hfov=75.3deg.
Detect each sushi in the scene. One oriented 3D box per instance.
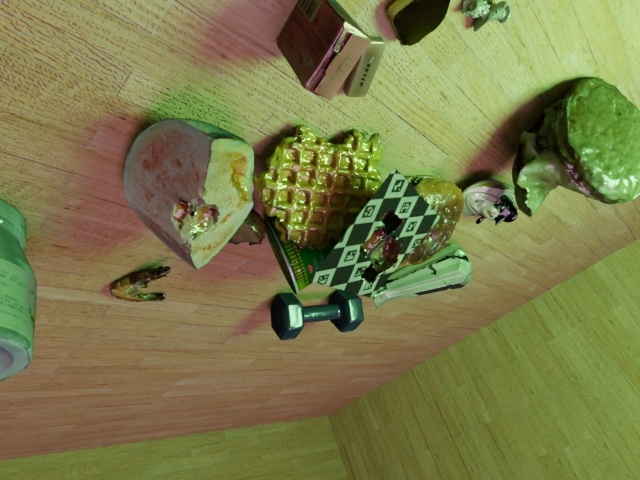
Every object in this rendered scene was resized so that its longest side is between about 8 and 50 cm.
[{"bbox_3d":[0.122,-0.008,0.964,0.294,0.059,0.292,-51,143,11],"label":"sushi"}]

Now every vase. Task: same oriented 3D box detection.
[{"bbox_3d":[0.354,0.136,1.495,0.360,0.165,0.165,-20,148,3],"label":"vase"}]

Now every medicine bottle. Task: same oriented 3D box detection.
[{"bbox_3d":[-0.625,0.080,0.698,0.244,0.290,0.245,-16,149,-10],"label":"medicine bottle"}]

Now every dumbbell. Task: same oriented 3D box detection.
[{"bbox_3d":[-0.010,0.255,1.457,0.324,0.160,0.144,1,110,-31],"label":"dumbbell"}]

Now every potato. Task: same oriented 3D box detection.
[{"bbox_3d":[-0.206,-0.050,0.971,0.171,0.089,0.101,-3,136,31],"label":"potato"}]

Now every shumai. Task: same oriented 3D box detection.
[{"bbox_3d":[0.628,-0.223,1.073,0.291,0.330,0.288,27,157,-5],"label":"shumai"}]

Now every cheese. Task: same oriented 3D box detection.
[{"bbox_3d":[0.194,-0.407,0.699,0.162,0.036,0.086,-32,144,16],"label":"cheese"}]

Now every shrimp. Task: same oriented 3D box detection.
[{"bbox_3d":[-0.445,0.122,1.099,0.195,0.035,0.148,-22,146,13],"label":"shrimp"}]

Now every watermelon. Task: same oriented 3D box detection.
[{"bbox_3d":[-0.239,-0.114,0.796,0.175,0.188,0.322,-35,162,-53],"label":"watermelon"}]

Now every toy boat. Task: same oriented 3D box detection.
[{"bbox_3d":[0.518,-0.107,1.251,0.269,0.141,0.141,-6,147,-48],"label":"toy boat"}]

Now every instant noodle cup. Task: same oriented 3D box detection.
[{"bbox_3d":[0.000,0.000,1.059,0.232,0.207,0.207,-24,149,-12],"label":"instant noodle cup"}]

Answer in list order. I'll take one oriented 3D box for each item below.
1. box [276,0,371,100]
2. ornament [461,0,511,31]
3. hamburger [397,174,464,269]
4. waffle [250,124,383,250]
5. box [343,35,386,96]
[{"bbox_3d":[0.000,-0.301,0.631,0.060,0.156,0.111,12,132,-39],"label":"box"},{"bbox_3d":[0.304,-0.412,0.752,0.068,0.041,0.092,-17,168,38],"label":"ornament"},{"bbox_3d":[0.260,-0.052,1.134,0.286,0.146,0.243,-45,135,3],"label":"hamburger"},{"bbox_3d":[0.008,-0.120,0.902,0.300,0.058,0.282,-22,119,-18],"label":"waffle"},{"bbox_3d":[0.081,-0.320,0.771,0.048,0.025,0.115,-4,144,-23],"label":"box"}]
